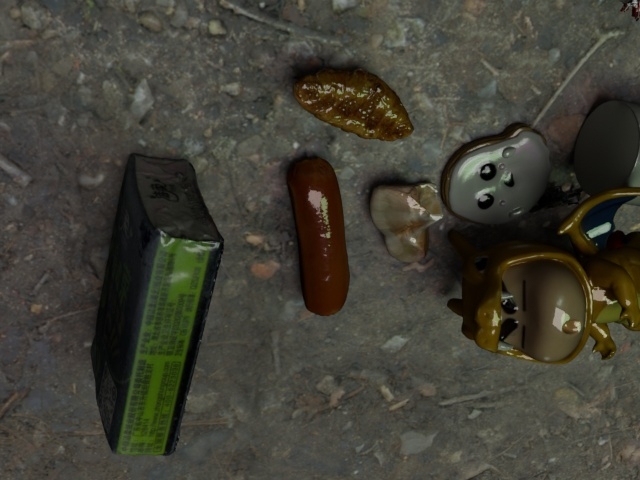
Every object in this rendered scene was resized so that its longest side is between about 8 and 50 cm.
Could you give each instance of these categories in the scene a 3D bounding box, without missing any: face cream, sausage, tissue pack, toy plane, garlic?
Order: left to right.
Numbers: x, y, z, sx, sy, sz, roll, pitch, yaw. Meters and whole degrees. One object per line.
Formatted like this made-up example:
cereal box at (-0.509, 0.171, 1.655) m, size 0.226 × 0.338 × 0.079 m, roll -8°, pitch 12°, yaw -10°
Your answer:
tissue pack at (-0.268, 0.098, 1.550) m, size 0.124 × 0.288 × 0.394 m, roll 4°, pitch 117°, yaw -23°
sausage at (0.000, 0.000, 1.699) m, size 0.089 × 0.083 × 0.300 m, roll -7°, pitch 120°, yaw 0°
garlic at (0.154, -0.032, 1.726) m, size 0.124 × 0.099 × 0.174 m, roll -12°, pitch 123°, yaw 7°
toy plane at (0.444, -0.077, 1.824) m, size 0.121 × 0.031 × 0.049 m, roll -14°, pitch 152°, yaw -12°
face cream at (0.561, -0.148, 1.737) m, size 0.153 × 0.177 × 0.177 m, roll 10°, pitch 115°, yaw -23°

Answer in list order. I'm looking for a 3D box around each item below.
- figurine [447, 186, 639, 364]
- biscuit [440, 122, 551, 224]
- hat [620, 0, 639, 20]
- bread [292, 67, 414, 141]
figurine at (0.430, 0.085, 1.741) m, size 0.387 × 0.401 × 0.268 m, roll -5°, pitch 77°, yaw -1°
biscuit at (0.318, -0.107, 1.762) m, size 0.208 × 0.049 × 0.181 m, roll -20°, pitch 122°, yaw -7°
hat at (0.431, -0.458, 1.580) m, size 0.227 × 0.129 × 0.140 m, roll 16°, pitch 131°, yaw -6°
bread at (0.053, -0.228, 1.591) m, size 0.233 × 0.076 × 0.105 m, roll 16°, pitch 125°, yaw -32°
